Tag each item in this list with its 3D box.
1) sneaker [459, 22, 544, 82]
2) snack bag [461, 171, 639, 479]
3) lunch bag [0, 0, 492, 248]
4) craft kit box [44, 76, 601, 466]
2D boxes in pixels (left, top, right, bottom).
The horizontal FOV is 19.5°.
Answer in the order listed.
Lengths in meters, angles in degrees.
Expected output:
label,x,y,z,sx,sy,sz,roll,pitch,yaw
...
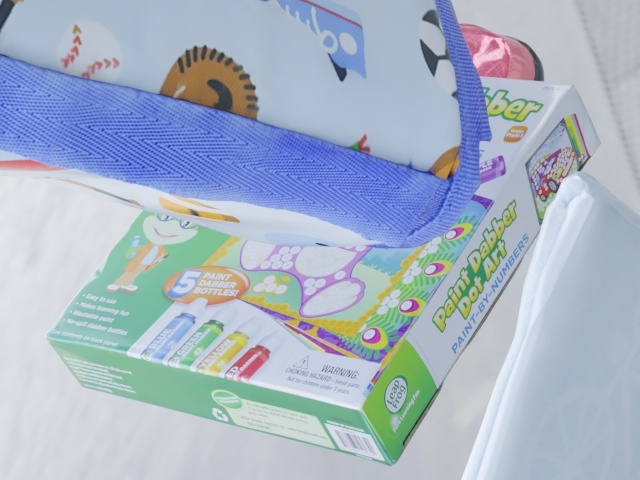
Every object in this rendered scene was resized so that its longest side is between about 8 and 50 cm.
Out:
label,x,y,z,sx,sy,sz,roll,pitch,yaw
sneaker,-0.001,-0.121,1.322,0.314,0.136,0.116,6,69,27
snack bag,0.094,0.170,0.608,0.037,0.323,0.342,15,84,40
lunch bag,-0.138,-0.137,0.849,0.385,0.328,0.239,46,115,45
craft kit box,0.000,0.000,1.093,0.250,0.061,0.246,8,49,40
